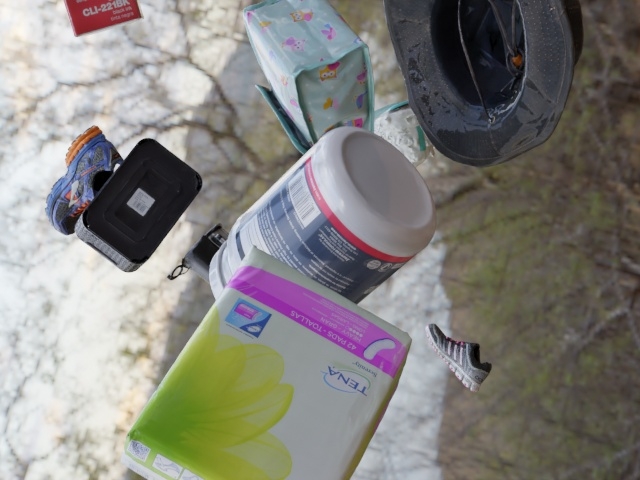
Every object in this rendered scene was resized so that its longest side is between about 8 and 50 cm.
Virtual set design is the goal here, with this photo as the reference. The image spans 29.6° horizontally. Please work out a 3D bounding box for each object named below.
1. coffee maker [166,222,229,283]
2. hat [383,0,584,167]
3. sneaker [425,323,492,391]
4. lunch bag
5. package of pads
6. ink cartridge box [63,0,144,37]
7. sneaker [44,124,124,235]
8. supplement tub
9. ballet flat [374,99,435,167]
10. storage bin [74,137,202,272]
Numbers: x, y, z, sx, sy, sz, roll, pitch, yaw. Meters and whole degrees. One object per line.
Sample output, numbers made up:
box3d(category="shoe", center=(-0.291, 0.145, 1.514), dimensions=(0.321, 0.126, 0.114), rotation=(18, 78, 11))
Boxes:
box3d(category="coffee maker", center=(-0.221, 0.080, 2.769), dimensions=(0.171, 0.178, 0.120), rotation=(-49, -11, 5))
box3d(category="hat", center=(0.220, -0.252, 1.449), dimensions=(0.331, 0.134, 0.331), rotation=(37, 137, 44))
box3d(category="sneaker", center=(0.283, 0.223, 2.451), dimensions=(0.075, 0.170, 0.063), rotation=(-44, -26, 7))
box3d(category="lunch bag", center=(-0.009, -0.254, 1.997), dimensions=(0.223, 0.160, 0.262), rotation=(57, 167, 40))
box3d(category="package of pads", center=(-0.049, 0.177, 1.333), dimensions=(0.296, 0.229, 0.101), rotation=(-58, -4, -37))
box3d(category="ink cartridge box", center=(-0.377, -0.474, 1.949), dimensions=(0.197, 0.114, 0.273), rotation=(-124, 17, -78))
box3d(category="sneaker", center=(-0.394, -0.084, 2.027), dimensions=(0.083, 0.087, 0.221), rotation=(-40, -16, -49))
box3d(category="supplement tub", center=(0.000, 0.000, 1.574), dimensions=(0.272, 0.191, 0.191), rotation=(-42, 21, 34))
box3d(category="ballet flat", center=(0.142, -0.198, 2.397), dimensions=(0.409, 0.147, 0.147), rotation=(-153, 77, -82))
box3d(category="storage bin", center=(-0.283, -0.054, 1.886), dimensions=(0.180, 0.122, 0.084), rotation=(-55, 9, -21))
